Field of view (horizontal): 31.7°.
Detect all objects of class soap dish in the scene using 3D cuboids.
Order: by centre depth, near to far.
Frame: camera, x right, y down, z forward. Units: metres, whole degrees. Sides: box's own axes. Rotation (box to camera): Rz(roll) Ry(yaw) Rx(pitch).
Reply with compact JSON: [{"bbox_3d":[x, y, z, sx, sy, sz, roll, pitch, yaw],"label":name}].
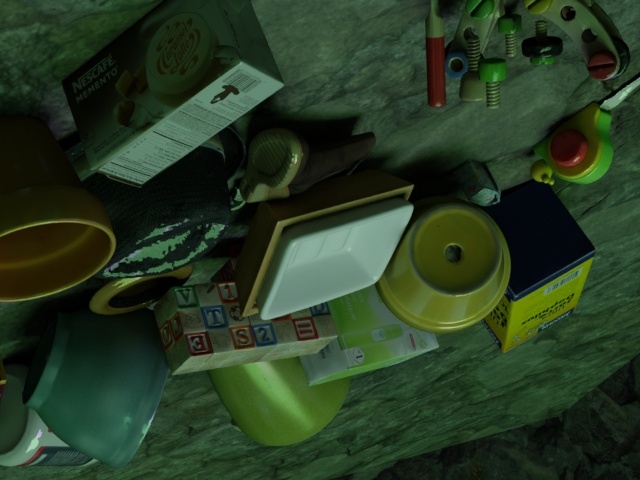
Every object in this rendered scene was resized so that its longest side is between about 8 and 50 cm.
[{"bbox_3d":[0.000,0.000,1.906,0.291,0.118,0.229,-16,144,-35],"label":"soap dish"}]

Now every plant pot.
[{"bbox_3d":[-0.388,-0.051,1.460,0.205,0.188,0.205,-18,156,-8],"label":"plant pot"},{"bbox_3d":[-0.406,0.235,1.994,0.196,0.293,0.293,21,139,-20],"label":"plant pot"},{"bbox_3d":[0.225,0.035,2.027,0.254,0.254,0.239,-21,173,-3],"label":"plant pot"},{"bbox_3d":[-0.120,0.221,2.227,0.275,0.275,0.293,-26,139,8],"label":"plant pot"}]

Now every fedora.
[{"bbox_3d":[-0.252,-0.043,1.639,0.334,0.152,0.334,-18,156,-9],"label":"fedora"},{"bbox_3d":[-0.309,0.056,1.893,0.194,0.079,0.194,-24,164,-7],"label":"fedora"}]

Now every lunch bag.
[{"bbox_3d":[0.295,-0.106,2.082,0.053,0.071,0.083,-38,149,25],"label":"lunch bag"}]

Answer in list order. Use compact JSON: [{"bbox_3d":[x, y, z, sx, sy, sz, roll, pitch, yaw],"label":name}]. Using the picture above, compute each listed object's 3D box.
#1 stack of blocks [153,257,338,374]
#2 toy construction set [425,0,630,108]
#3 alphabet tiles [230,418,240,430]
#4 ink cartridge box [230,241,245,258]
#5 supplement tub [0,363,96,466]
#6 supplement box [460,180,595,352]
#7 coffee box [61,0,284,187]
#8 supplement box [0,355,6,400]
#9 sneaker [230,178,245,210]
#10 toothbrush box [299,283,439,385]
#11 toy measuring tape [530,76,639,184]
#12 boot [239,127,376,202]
[{"bbox_3d":[-0.135,0.123,1.978,0.297,0.171,0.087,-5,156,-34],"label":"stack of blocks"},{"bbox_3d":[0.252,-0.318,1.463,0.309,0.257,0.237,-23,118,-39],"label":"toy construction set"},{"bbox_3d":[-0.070,0.295,2.400,0.278,0.284,0.021,5,140,46],"label":"alphabet tiles"},{"bbox_3d":[-0.075,0.031,2.088,0.179,0.045,0.145,-19,156,-12],"label":"ink cartridge box"},{"bbox_3d":[-0.513,0.341,2.186,0.191,0.191,0.272,-33,154,25],"label":"supplement tub"},{"bbox_3d":[0.421,0.060,2.357,0.195,0.194,0.356,-29,157,-7],"label":"supplement box"},{"bbox_3d":[-0.185,-0.194,1.392,0.246,0.141,0.098,-31,155,23],"label":"coffee box"},{"bbox_3d":[-0.619,0.249,2.007,0.081,0.104,0.188,-8,153,-27],"label":"supplement box"},{"bbox_3d":[-0.129,-0.082,1.824,0.037,0.032,0.083,23,126,-41],"label":"sneaker"},{"bbox_3d":[0.076,0.150,2.208,0.122,0.206,0.283,-27,166,39],"label":"toothbrush box"},{"bbox_3d":[0.520,-0.193,2.036,0.330,0.121,0.121,-37,153,30],"label":"toy measuring tape"},{"bbox_3d":[-0.007,-0.137,1.715,0.207,0.090,0.248,-22,173,-22],"label":"boot"}]
